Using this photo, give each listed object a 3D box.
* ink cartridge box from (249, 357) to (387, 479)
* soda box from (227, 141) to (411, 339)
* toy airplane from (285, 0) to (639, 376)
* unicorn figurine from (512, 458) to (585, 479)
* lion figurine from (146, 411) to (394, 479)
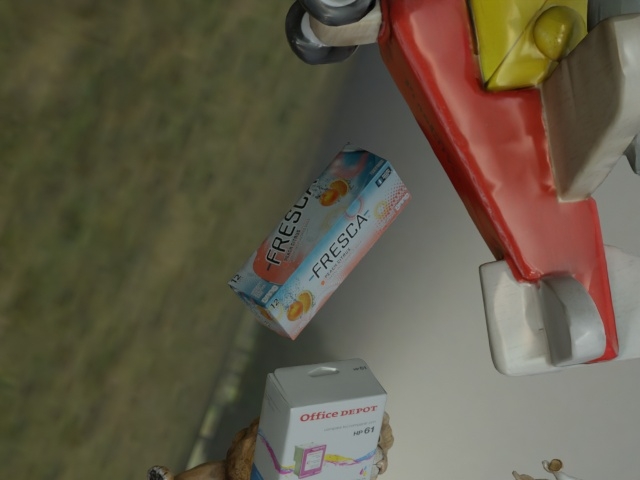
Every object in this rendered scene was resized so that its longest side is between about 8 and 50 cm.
[{"bbox_3d":[-0.003,0.163,1.573,0.052,0.088,0.122,-127,-143,-48],"label":"ink cartridge box"},{"bbox_3d":[0.000,0.000,1.783,0.183,0.058,0.063,-50,137,-14],"label":"soda box"},{"bbox_3d":[0.175,-0.089,1.400,0.386,0.272,0.384,50,-14,50],"label":"toy airplane"},{"bbox_3d":[0.230,0.216,1.466,0.060,0.162,0.111,-50,141,-4],"label":"unicorn figurine"},{"bbox_3d":[-0.074,0.326,1.956,0.240,0.142,0.392,-6,128,-44],"label":"lion figurine"}]
